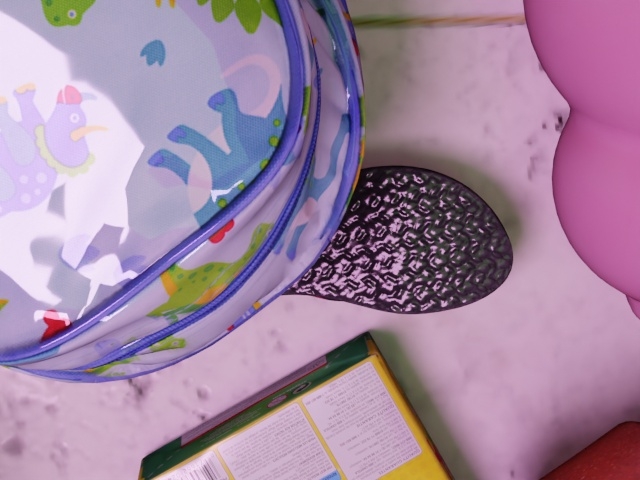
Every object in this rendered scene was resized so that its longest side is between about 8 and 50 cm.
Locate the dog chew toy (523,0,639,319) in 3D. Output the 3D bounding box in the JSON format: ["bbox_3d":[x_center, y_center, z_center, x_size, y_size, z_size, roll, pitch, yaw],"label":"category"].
[{"bbox_3d":[0.175,-0.121,0.741,0.206,0.206,0.332,5,107,-3],"label":"dog chew toy"}]

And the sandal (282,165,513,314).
[{"bbox_3d":[0.000,0.000,0.832,0.179,0.040,0.067,-2,94,12],"label":"sandal"}]

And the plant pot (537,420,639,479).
[{"bbox_3d":[0.260,0.127,0.761,0.265,0.272,0.272,-39,99,-5],"label":"plant pot"}]

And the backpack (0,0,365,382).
[{"bbox_3d":[-0.137,-0.109,0.715,0.290,0.273,0.355,-35,110,-2],"label":"backpack"}]

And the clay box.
[{"bbox_3d":[0.024,0.171,0.848,0.127,0.053,0.222,-29,101,2],"label":"clay box"}]
